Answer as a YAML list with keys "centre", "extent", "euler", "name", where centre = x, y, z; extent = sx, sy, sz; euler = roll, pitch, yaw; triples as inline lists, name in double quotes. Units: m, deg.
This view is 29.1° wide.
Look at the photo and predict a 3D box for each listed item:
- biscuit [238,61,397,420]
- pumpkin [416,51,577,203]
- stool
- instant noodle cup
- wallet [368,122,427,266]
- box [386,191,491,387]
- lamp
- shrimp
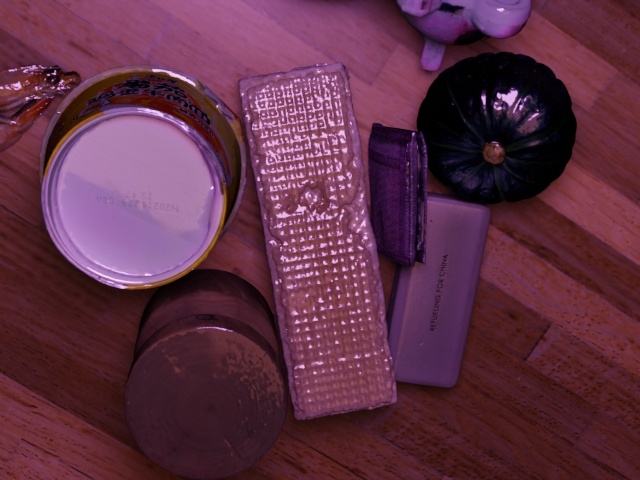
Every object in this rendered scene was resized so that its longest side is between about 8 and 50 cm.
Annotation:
- centre: [0.000, 0.000, 1.502]
  extent: [0.143, 0.078, 0.426]
  euler: [-10, 96, -3]
  name: "biscuit"
- centre: [0.209, -0.134, 1.470]
  extent: [0.194, 0.150, 0.194]
  euler: [-7, 128, -9]
  name: "pumpkin"
- centre: [-0.134, 0.149, 1.452]
  extent: [0.179, 0.264, 0.179]
  euler: [-1, 102, -5]
  name: "stool"
- centre: [-0.212, -0.065, 1.431]
  extent: [0.264, 0.200, 0.264]
  euler: [-1, 104, -4]
  name: "instant noodle cup"
- centre: [0.090, -0.057, 1.505]
  extent: [0.030, 0.111, 0.166]
  euler: [-8, 103, -28]
  name: "wallet"
- centre: [0.144, 0.063, 1.563]
  extent: [0.103, 0.055, 0.244]
  euler: [9, 101, -7]
  name: "box"
- centre: [0.100, -0.317, 1.412]
  extent: [0.301, 0.247, 0.247]
  euler: [11, 132, -1]
  name: "lamp"
- centre: [-0.376, -0.163, 1.479]
  extent: [0.190, 0.042, 0.101]
  euler: [-23, 124, 0]
  name: "shrimp"
